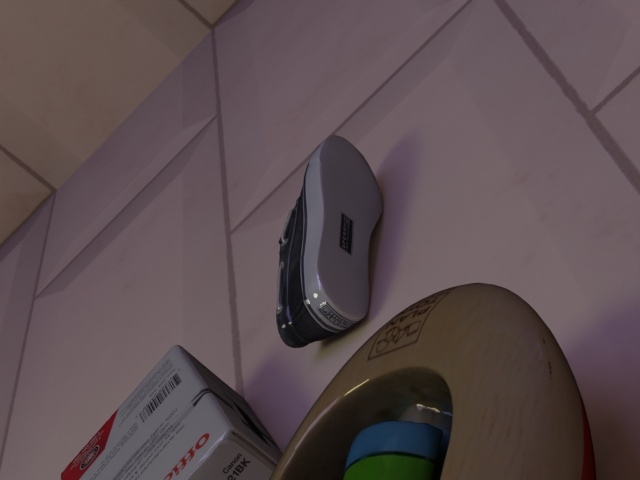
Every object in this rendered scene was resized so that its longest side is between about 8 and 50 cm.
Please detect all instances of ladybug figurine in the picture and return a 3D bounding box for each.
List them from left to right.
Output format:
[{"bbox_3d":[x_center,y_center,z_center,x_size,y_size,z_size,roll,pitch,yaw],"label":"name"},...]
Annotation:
[{"bbox_3d":[0.070,0.224,0.932,0.305,0.162,0.449,-26,32,46],"label":"ladybug figurine"}]

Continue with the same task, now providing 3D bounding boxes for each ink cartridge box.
[{"bbox_3d":[-0.146,0.247,1.374,0.197,0.114,0.273,-49,21,-1],"label":"ink cartridge box"}]

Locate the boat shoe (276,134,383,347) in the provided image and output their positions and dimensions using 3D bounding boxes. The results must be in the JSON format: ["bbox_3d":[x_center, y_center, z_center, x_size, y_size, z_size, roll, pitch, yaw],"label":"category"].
[{"bbox_3d":[0.000,0.000,1.530,0.102,0.108,0.301,-34,33,30],"label":"boat shoe"}]
